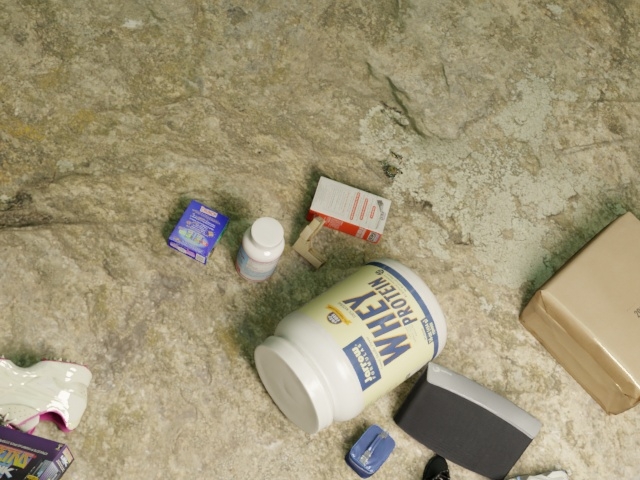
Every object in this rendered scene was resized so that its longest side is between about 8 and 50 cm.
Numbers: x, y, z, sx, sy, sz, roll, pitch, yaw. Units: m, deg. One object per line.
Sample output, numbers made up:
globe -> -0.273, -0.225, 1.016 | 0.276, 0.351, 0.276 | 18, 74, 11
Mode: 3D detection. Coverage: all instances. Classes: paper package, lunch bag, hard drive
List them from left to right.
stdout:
lunch bag -> 0.101, 0.409, 1.909 | 0.067, 0.065, 0.098 | 40, 62, 8
hard drive -> 0.286, 0.363, 1.919 | 0.255, 0.172, 0.054 | 29, 25, -1
paper package -> 0.645, 0.154, 2.112 | 0.325, 0.168, 0.309 | -37, 77, -26

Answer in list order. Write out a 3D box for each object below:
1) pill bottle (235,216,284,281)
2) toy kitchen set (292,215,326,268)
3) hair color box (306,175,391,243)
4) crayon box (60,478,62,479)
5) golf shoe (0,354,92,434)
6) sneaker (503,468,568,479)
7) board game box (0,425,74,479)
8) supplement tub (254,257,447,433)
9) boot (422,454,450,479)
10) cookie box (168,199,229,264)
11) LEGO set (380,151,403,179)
pill bottle -> -0.122, 0.017, 1.999 | 0.087, 0.160, 0.087 | 6, 62, -11
toy kitchen set -> 0.000, 0.000, 2.094 | 0.075, 0.083, 0.068 | 41, 20, 8
hair color box -> 0.062, -0.066, 2.148 | 0.167, 0.053, 0.093 | 19, 60, -2
crayon box -> -0.435, 0.593, 1.677 | 0.203, 0.083, 0.323 | -38, 77, -26
golf shoe -> -0.574, 0.281, 1.780 | 0.306, 0.115, 0.140 | 6, 71, -17
sneaker -> 0.405, 0.505, 1.921 | 0.211, 0.080, 0.081 | -5, 67, -20
board game box -> -0.540, 0.404, 1.708 | 0.170, 0.048, 0.141 | 8, 45, 26
supplement tub -> 0.058, 0.204, 1.905 | 0.325, 0.235, 0.235 | -32, 75, -25
boot -> 0.225, 0.461, 1.892 | 0.045, 0.099, 0.121 | 34, 61, 3
cookie box -> -0.255, -0.018, 2.053 | 0.092, 0.040, 0.107 | 27, 61, 1
LEGO set -> 0.165, -0.165, 2.244 | 0.054, 0.023, 0.083 | 39, 48, 5
